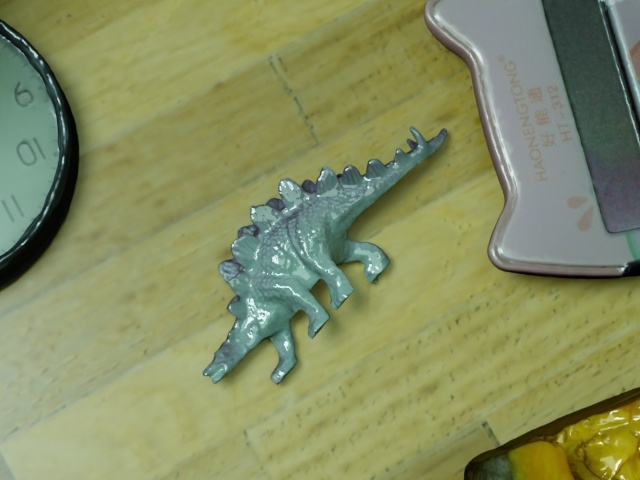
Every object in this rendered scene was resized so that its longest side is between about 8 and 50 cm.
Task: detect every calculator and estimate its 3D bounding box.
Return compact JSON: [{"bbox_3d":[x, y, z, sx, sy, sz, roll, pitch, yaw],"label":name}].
[{"bbox_3d":[0.234,-0.091,0.960,0.329,0.048,0.220,-12,79,-10],"label":"calculator"}]

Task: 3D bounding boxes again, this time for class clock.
[{"bbox_3d":[-0.231,-0.052,0.905,0.184,0.040,0.184,1,78,-5],"label":"clock"}]

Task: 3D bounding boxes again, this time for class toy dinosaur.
[{"bbox_3d":[0.000,-0.001,0.919,0.082,0.039,0.209,44,77,6],"label":"toy dinosaur"}]

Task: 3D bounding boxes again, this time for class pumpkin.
[{"bbox_3d":[0.176,0.146,0.874,0.248,0.126,0.131,-12,71,-27],"label":"pumpkin"}]
